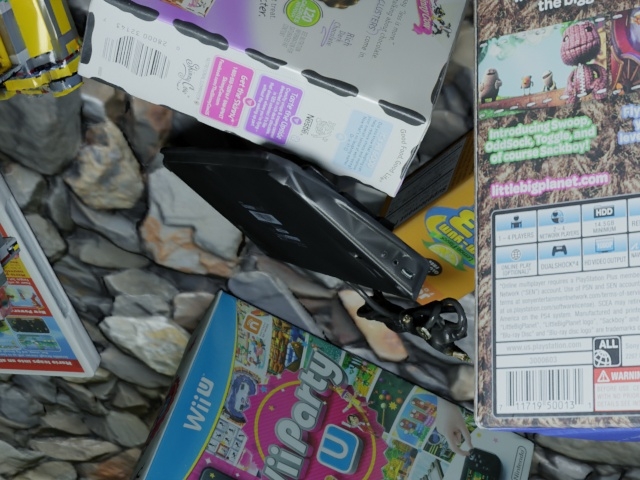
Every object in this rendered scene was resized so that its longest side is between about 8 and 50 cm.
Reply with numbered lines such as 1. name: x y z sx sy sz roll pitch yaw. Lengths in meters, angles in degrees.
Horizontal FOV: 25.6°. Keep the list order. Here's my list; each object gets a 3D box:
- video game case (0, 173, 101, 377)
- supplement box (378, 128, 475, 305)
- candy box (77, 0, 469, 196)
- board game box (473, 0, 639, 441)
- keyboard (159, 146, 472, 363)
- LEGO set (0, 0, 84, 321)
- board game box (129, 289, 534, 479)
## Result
1. video game case: -0.330 0.015 1.215 0.204 0.025 0.285 0 135 21
2. supplement box: 0.130 -0.038 0.933 0.078 0.080 0.233 37 139 -15
3. candy box: -0.018 -0.135 0.820 0.196 0.165 0.070 21 140 -1
4. board game box: 0.209 -0.050 0.689 0.232 0.291 0.141 -6 168 38
5. keyboard: 0.000 0.000 0.932 0.201 0.033 0.317 42 172 -17
6. LEGO set: -0.304 -0.046 0.967 0.331 0.255 0.192 -8 116 19
7. board game box: 0.004 0.209 1.139 0.303 0.224 0.097 26 140 -7
